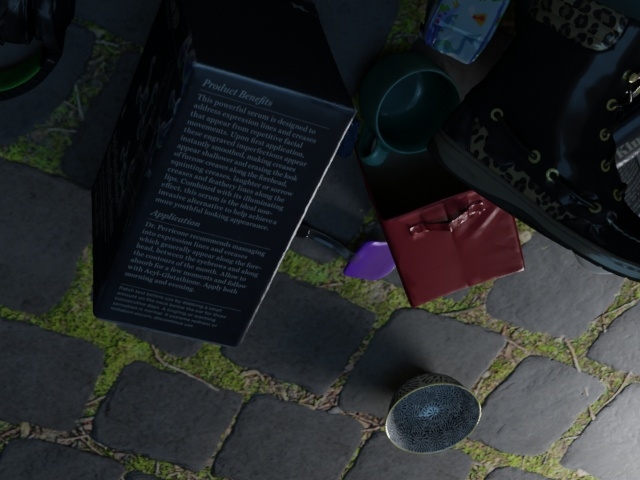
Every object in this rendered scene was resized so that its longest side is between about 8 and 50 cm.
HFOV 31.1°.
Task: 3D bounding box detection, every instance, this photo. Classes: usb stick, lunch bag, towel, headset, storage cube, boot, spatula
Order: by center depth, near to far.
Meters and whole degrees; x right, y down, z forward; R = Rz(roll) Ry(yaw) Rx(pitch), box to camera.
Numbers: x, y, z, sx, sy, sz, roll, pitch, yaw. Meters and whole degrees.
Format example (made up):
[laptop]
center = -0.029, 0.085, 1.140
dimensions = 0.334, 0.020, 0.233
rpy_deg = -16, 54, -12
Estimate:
[headset]
center = -0.409, -0.306, 1.394
dimensions = 0.243, 0.185, 0.394
rpy_deg = 19, 131, -24
[boot]
center = 0.360, -0.133, 1.458
dimensions = 0.377, 0.138, 0.284
rpy_deg = 32, 105, 8
[lunch bag]
center = 0.207, -0.351, 1.494
dimensions = 0.090, 0.176, 0.219
rpy_deg = 23, 122, -3
[usb stick]
center = 0.418, -0.148, 1.543
dimensions = 0.278, 0.045, 0.077
rpy_deg = -37, 123, 14
[towel]
center = -0.004, -0.166, 1.633
dimensions = 0.119, 0.029, 0.067
rpy_deg = 27, 129, 20
[storage cube]
center = 0.174, -0.049, 1.687
dimensions = 0.184, 0.215, 0.193
rpy_deg = -20, 133, 3
[spatula]
center = 0.000, 0.000, 1.797
dimensions = 0.296, 0.030, 0.084
rpy_deg = 20, 122, -24

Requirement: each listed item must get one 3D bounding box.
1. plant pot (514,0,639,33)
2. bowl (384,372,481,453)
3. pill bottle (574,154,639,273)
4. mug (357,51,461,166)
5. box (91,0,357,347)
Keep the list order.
[plant pot]
center = 0.389, -0.321, 1.565
dimensions = 0.234, 0.165, 0.165
rpy_deg = -4, 127, 1
[bowl]
center = 0.189, 0.286, 2.015
dimensions = 0.170, 0.080, 0.170
rpy_deg = -5, 127, -7
[pill bottle]
center = 0.392, -0.101, 1.710
dimensions = 0.176, 0.176, 0.318
rpy_deg = -28, 126, 9
[mug]
center = 0.107, -0.194, 1.623
dimensions = 0.158, 0.097, 0.129
rpy_deg = -25, 127, -7
[box]
center = -0.147, -0.110, 1.522
dimensions = 0.212, 0.293, 0.395
rpy_deg = 15, 121, -21
